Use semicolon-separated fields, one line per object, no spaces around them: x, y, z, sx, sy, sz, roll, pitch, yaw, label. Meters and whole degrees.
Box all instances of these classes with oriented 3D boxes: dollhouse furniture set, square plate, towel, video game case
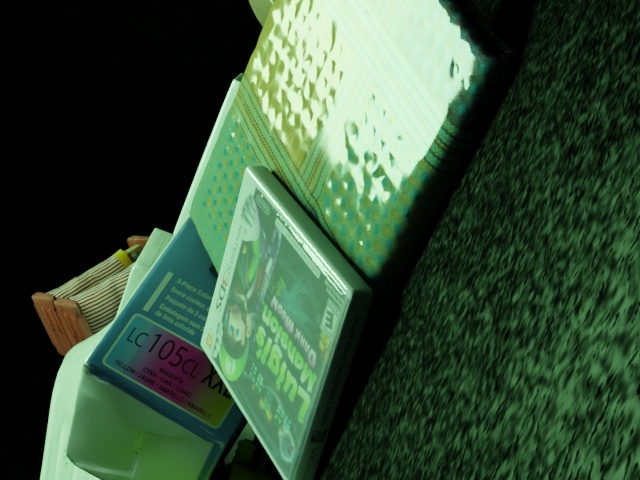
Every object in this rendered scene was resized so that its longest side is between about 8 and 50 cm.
-0.261;0.196;1.837;0.201;0.374;0.152;-35;26;-30;dollhouse furniture set
-0.283;0.260;1.429;0.347;0.049;0.344;149;129;-61;square plate
0.005;-0.066;0.897;0.271;0.040;0.370;63;141;37;towel
-0.033;0.062;0.901;0.190;0.022;0.173;49;131;48;video game case

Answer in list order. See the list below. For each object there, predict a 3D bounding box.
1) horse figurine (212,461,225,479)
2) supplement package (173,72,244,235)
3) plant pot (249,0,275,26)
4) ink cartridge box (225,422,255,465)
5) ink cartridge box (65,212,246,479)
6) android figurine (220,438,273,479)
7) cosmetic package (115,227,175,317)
-0.152;0.356;1.453;0.174;0.066;0.263;-90;18;-63;horse figurine
-0.078;-0.087;1.758;0.145;0.204;0.262;-93;25;-79;supplement package
0.048;-0.425;1.801;0.229;0.263;0.263;-33;32;53;plant pot
-0.151;0.298;1.552;0.092;0.090;0.143;-74;7;-53;ink cartridge box
-0.083;0.055;1.201;0.395;0.151;0.270;-60;-1;-31;ink cartridge box
-0.108;0.322;1.126;0.248;0.056;0.273;117;171;-56;android figurine
-0.166;0.138;1.609;0.138;0.225;0.224;-77;9;-66;cosmetic package
